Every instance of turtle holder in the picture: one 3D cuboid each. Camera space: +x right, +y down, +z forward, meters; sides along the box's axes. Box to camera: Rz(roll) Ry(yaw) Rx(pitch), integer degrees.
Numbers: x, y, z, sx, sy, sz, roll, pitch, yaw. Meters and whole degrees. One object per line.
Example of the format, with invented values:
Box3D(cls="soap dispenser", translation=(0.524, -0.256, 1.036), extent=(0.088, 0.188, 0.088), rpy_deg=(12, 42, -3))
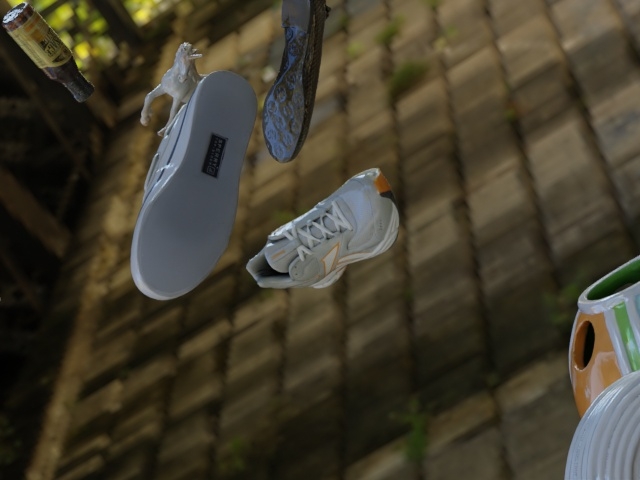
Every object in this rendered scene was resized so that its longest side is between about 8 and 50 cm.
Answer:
Box3D(cls="turtle holder", translation=(0.412, 0.114, 1.824), extent=(0.227, 0.320, 0.243), rpy_deg=(60, -167, -6))

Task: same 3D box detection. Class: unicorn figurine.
Box3D(cls="unicorn figurine", translation=(-0.151, -0.167, 1.962), extent=(0.060, 0.111, 0.162), rpy_deg=(31, -170, 16))

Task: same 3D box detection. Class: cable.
Box3D(cls="cable", translation=(0.352, 0.229, 1.598), extent=(0.089, 0.257, 0.257), rpy_deg=(106, 144, -69))

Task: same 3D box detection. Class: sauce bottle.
Box3D(cls="sauce bottle", translation=(-0.302, -0.209, 1.949), extent=(0.128, 0.042, 0.042), rpy_deg=(48, -163, -30))

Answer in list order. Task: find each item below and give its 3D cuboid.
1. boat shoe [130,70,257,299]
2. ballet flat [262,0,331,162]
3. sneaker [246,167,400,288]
Box3D(cls="boat shoe", translation=(-0.131, -0.047, 1.742), extent=(0.095, 0.084, 0.258), rpy_deg=(31, -119, -16))
Box3D(cls="ballet flat", translation=(-0.027, -0.224, 2.339), extent=(0.084, 0.249, 0.058), rpy_deg=(24, -155, 38))
Box3D(cls="sneaker", translation=(0.000, 0.000, 2.172), extent=(0.121, 0.262, 0.099), rpy_deg=(-14, -109, -35))
